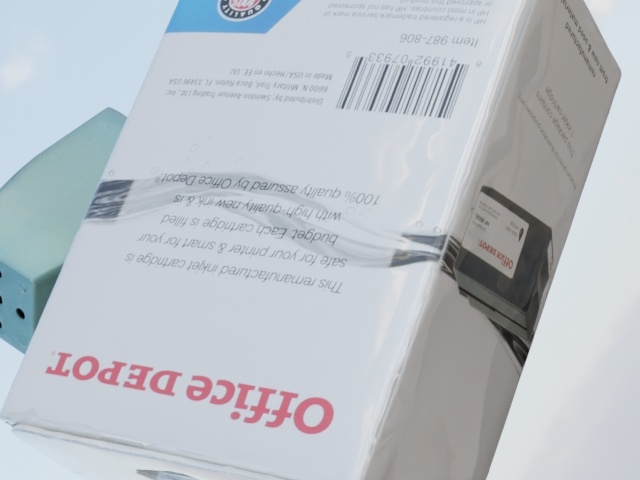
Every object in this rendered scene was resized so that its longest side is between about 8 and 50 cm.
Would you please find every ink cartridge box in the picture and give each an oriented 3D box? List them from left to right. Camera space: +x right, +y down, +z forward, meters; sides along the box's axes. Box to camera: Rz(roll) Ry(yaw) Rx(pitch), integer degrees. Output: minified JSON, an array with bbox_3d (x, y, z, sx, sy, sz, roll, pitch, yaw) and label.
[{"bbox_3d":[0.000,0.000,1.246,0.166,0.285,0.395,48,-123,-50],"label":"ink cartridge box"}]

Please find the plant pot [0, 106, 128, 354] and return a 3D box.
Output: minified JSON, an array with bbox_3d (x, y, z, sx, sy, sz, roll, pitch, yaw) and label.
[{"bbox_3d":[-0.245,0.006,1.878,0.234,0.166,0.165,-33,-37,-40],"label":"plant pot"}]
